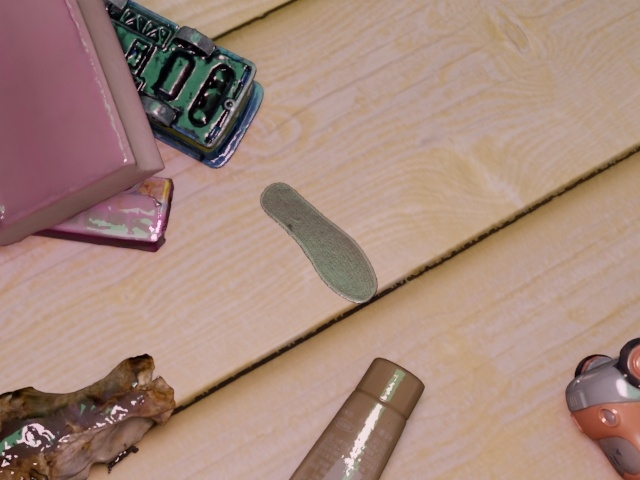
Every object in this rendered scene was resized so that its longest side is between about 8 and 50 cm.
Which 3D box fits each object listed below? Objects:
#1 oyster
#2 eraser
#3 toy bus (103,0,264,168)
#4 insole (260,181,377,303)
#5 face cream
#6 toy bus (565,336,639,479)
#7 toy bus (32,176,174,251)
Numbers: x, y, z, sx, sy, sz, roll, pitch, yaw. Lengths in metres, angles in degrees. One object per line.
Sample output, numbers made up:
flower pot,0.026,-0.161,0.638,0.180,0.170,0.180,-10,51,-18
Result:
oyster,-0.343,0.273,1.755,0.337,0.133,0.197,-22,73,-17
eraser,-0.395,-0.207,1.801,0.272,0.122,0.359,-24,79,20
toy bus,-0.250,-0.247,1.947,0.312,0.190,0.152,28,83,5
insole,0.000,0.000,1.979,0.080,0.003,0.232,-39,77,-19
face cream,0.023,0.321,1.820,0.137,0.084,0.341,30,76,8
toy bus,0.497,0.232,1.855,0.288,0.194,0.232,-19,84,-14
toy bus,-0.352,-0.059,1.919,0.274,0.090,0.112,8,76,-2
